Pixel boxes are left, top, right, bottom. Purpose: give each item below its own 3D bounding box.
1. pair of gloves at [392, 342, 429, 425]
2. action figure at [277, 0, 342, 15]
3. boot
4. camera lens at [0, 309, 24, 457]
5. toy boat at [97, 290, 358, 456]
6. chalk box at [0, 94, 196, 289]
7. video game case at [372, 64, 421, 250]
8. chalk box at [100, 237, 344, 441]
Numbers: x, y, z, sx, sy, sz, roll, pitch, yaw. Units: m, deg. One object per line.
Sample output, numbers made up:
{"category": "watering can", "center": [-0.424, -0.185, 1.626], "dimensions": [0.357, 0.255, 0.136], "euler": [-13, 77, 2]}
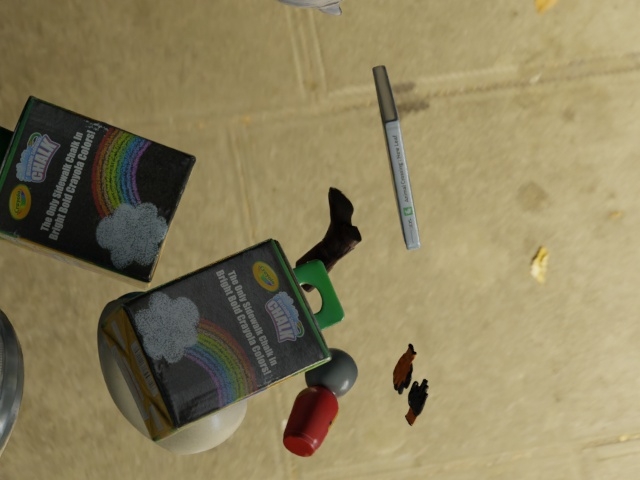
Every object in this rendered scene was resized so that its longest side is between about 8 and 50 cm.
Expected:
{"category": "pair of gloves", "center": [0.110, 0.178, 1.709], "dimensions": [0.010, 0.074, 0.083], "euler": [1, 42, -24]}
{"category": "action figure", "center": [-0.017, -0.303, 0.915], "dimensions": [0.341, 0.178, 0.330], "euler": [-7, 76, -29]}
{"category": "boot", "center": [0.000, 0.000, 1.806], "dimensions": [0.037, 0.114, 0.106], "euler": [20, 38, -33]}
{"category": "camera lens", "center": [-0.433, 0.126, 1.290], "dimensions": [0.274, 0.219, 0.219], "euler": [28, 67, -42]}
{"category": "toy boat", "center": [-0.118, 0.171, 1.735], "dimensions": [0.318, 0.267, 0.148], "euler": [12, 49, 16]}
{"category": "chalk box", "center": [-0.329, -0.067, 1.803], "dimensions": [0.289, 0.179, 0.180], "euler": [21, 82, -6]}
{"category": "video game case", "center": [0.104, -0.118, 1.926], "dimensions": [0.023, 0.212, 0.193], "euler": [-11, 117, 2]}
{"category": "chalk box", "center": [-0.083, 0.088, 1.342], "dimensions": [0.213, 0.132, 0.132], "euler": [-22, 85, -22]}
